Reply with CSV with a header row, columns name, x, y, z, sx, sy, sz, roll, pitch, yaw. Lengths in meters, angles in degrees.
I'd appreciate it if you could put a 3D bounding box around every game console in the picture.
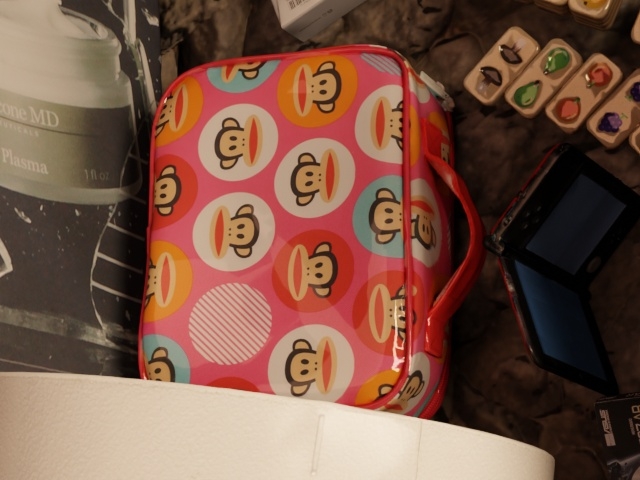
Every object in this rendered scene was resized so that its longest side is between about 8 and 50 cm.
name,x,y,z,sx,sy,sz,roll,pitch,yaw
game console,0.177,0.022,0.960,0.085,0.144,0.124,41,99,34

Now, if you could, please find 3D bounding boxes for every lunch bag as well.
name,x,y,z,sx,sy,sz,roll,pitch,yaw
lunch bag,0.000,0.000,1.094,0.258,0.120,0.293,-5,72,24

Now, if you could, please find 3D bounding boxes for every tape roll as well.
name,x,y,z,sx,sy,sz,roll,pitch,yaw
tape roll,-0.046,0.149,0.920,0.392,0.392,0.072,0,76,34

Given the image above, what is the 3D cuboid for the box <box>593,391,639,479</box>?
name,x,y,z,sx,sy,sz,roll,pitch,yaw
box,0.221,0.140,0.953,0.067,0.018,0.083,-11,94,31

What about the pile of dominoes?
name,x,y,z,sx,sy,sz,roll,pitch,yaw
pile of dominoes,0.237,-0.153,0.995,0.251,0.040,0.196,23,90,20

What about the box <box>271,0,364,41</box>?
name,x,y,z,sx,sy,sz,roll,pitch,yaw
box,0.006,-0.282,1.233,0.145,0.038,0.186,-32,61,22

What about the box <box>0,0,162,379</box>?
name,x,y,z,sx,sy,sz,roll,pitch,yaw
box,-0.381,-0.040,1.130,0.297,0.480,0.472,-21,65,36
